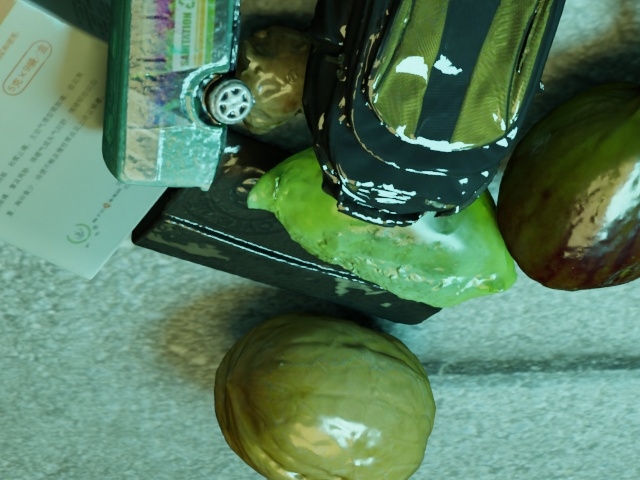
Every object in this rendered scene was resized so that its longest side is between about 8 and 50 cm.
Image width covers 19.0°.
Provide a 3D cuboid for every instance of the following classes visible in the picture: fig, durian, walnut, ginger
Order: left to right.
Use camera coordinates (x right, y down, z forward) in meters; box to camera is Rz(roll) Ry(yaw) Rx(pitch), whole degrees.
[{"bbox_3d":[0.001,0.164,1.869,0.222,0.195,0.195,22,136,-32],"label":"walnut"},{"bbox_3d":[0.022,-0.121,1.588,0.204,0.080,0.104,10,136,-11],"label":"ginger"},{"bbox_3d":[0.067,-0.023,1.676,0.250,0.101,0.139,29,96,-25],"label":"durian"},{"bbox_3d":[0.247,-0.075,1.605,0.170,0.145,0.274,-8,144,-18],"label":"fig"}]

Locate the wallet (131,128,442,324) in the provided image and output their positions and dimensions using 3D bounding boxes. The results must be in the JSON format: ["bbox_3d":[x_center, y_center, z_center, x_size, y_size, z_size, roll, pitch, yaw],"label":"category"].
[{"bbox_3d":[0.000,0.000,1.773,0.321,0.044,0.170,19,135,-26],"label":"wallet"}]

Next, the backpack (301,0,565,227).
[{"bbox_3d":[0.079,-0.132,1.490,0.206,0.133,0.258,11,100,-21],"label":"backpack"}]

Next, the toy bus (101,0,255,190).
[{"bbox_3d":[-0.106,-0.168,1.425,0.109,0.091,0.261,-1,111,-18],"label":"toy bus"}]

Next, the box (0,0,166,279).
[{"bbox_3d":[-0.252,-0.118,1.517,0.299,0.106,0.200,27,115,-33],"label":"box"}]
